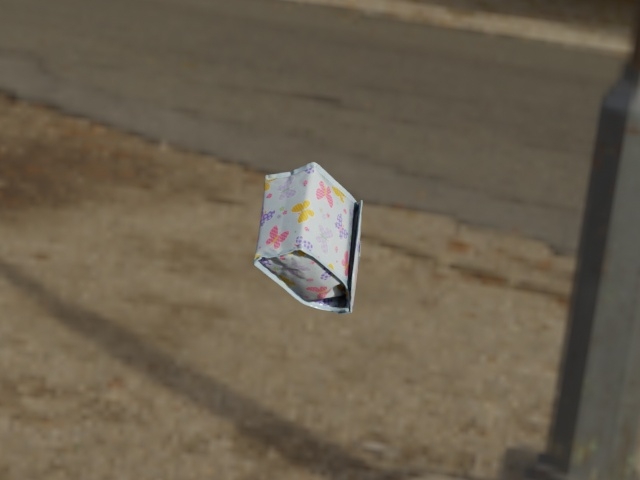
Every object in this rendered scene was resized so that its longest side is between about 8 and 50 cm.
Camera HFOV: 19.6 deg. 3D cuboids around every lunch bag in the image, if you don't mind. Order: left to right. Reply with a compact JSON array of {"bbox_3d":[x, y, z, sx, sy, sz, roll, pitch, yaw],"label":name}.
[{"bbox_3d":[0.000,0.000,1.213,0.053,0.071,0.083,-13,-37,30],"label":"lunch bag"}]
